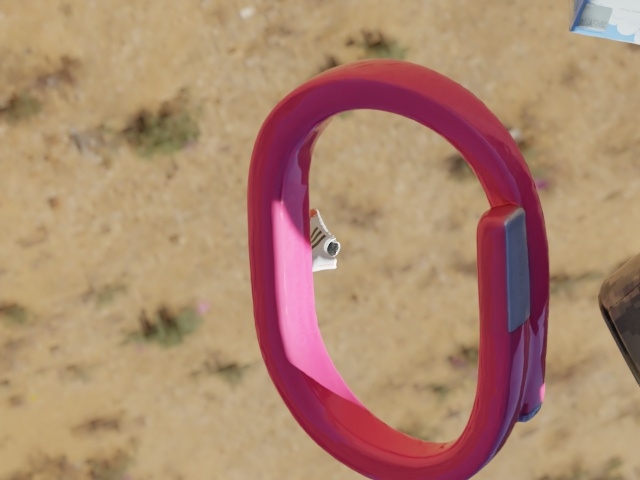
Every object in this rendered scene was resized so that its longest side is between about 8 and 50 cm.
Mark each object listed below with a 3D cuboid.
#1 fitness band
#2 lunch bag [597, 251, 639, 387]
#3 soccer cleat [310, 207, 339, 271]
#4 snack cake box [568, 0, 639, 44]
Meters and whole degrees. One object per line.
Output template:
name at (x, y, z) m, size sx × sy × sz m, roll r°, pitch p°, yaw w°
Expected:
fitness band at (0.047, 0.025, 1.230) m, size 0.054 × 0.209 × 0.291 m, roll -31°, pitch 128°, yaw -46°
lunch bag at (0.359, 0.071, 1.139) m, size 0.212 × 0.305 × 0.256 m, roll 11°, pitch 133°, yaw -42°
soccer cleat at (0.000, 0.000, 1.726) m, size 0.036 × 0.083 × 0.029 m, roll 2°, pitch 125°, yaw 1°
snack cake box at (0.326, -0.305, 1.882) m, size 0.152 × 0.264 × 0.089 m, roll 9°, pitch 134°, yaw -1°
